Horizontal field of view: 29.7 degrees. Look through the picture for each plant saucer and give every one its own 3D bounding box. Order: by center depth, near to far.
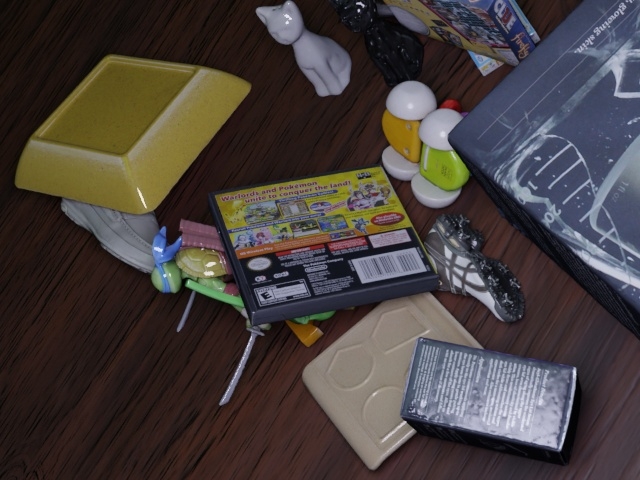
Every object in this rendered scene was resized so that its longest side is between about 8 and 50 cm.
[{"bbox_3d":[-0.339,-0.209,2.087,0.333,0.081,0.333,13,54,34],"label":"plant saucer"}]

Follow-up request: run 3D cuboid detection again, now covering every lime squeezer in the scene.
[{"bbox_3d":[-0.038,0.073,1.764,0.310,0.110,0.059,-15,19,-20],"label":"lime squeezer"}]

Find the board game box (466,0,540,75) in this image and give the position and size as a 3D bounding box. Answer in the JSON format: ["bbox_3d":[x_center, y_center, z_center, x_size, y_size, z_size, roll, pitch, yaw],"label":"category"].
[{"bbox_3d":[0.266,-0.344,1.902,0.103,0.026,0.154,-32,54,13],"label":"board game box"}]

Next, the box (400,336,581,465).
[{"bbox_3d":[0.221,0.207,1.538,0.207,0.153,0.108,10,75,16],"label":"box"}]

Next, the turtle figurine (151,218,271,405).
[{"bbox_3d":[-0.119,0.057,1.869,0.266,0.274,0.198,-27,15,-12],"label":"turtle figurine"}]

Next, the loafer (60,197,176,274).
[{"bbox_3d":[-0.327,-0.035,2.035,0.319,0.112,0.111,35,94,38],"label":"loafer"}]

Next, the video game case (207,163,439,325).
[{"bbox_3d":[0.000,0.000,1.739,0.275,0.035,0.248,-11,47,-15],"label":"video game case"}]

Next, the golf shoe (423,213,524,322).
[{"bbox_3d":[0.213,0.055,1.713,0.094,0.077,0.198,-52,50,26],"label":"golf shoe"}]

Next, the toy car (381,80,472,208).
[{"bbox_3d":[0.179,-0.151,1.799,0.136,0.159,0.182,-22,47,-26],"label":"toy car"}]

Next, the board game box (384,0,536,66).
[{"bbox_3d":[0.194,-0.349,1.825,0.243,0.165,0.042,27,82,36],"label":"board game box"}]

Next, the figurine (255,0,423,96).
[{"bbox_3d":[0.026,-0.325,1.916,0.215,0.209,0.092,-4,64,29],"label":"figurine"}]

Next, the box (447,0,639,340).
[{"bbox_3d":[0.506,-0.104,1.478,0.480,0.297,0.472,-45,54,3],"label":"box"}]

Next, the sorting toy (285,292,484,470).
[{"bbox_3d":[0.083,0.161,1.748,0.229,0.041,0.307,-43,46,1],"label":"sorting toy"}]

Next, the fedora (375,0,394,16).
[{"bbox_3d":[0.118,-0.507,1.966,0.124,0.244,0.275,-120,39,-64],"label":"fedora"}]
